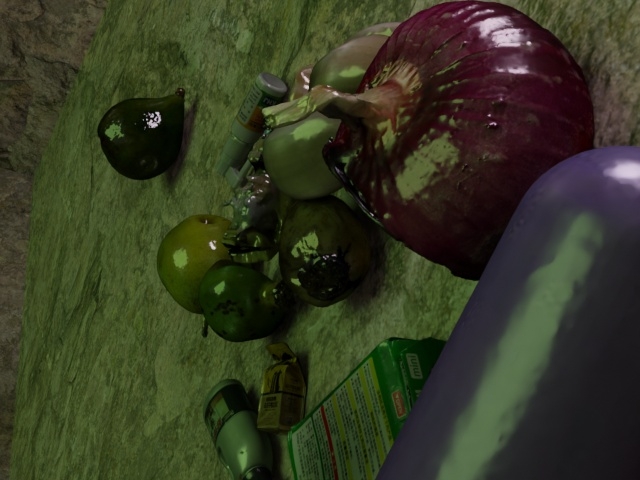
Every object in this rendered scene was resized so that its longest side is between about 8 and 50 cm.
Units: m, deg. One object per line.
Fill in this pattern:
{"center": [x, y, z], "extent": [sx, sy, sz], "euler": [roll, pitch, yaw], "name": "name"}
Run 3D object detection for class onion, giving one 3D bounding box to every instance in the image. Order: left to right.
{"center": [0.151, -0.112, 0.758], "extent": [0.256, 0.272, 0.230], "euler": [46, 108, 20], "name": "onion"}

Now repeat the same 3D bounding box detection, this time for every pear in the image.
{"center": [-0.206, 0.064, 1.359], "extent": [0.180, 0.166, 0.216], "euler": [22, 118, 48], "name": "pear"}

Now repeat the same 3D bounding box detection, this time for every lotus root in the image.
{"center": [0.000, 0.000, 1.056], "extent": [0.138, 0.139, 0.214], "euler": [-58, 27, 26], "name": "lotus root"}

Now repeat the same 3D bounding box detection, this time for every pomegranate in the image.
{"center": [-0.118, 0.101, 1.191], "extent": [0.122, 0.143, 0.169], "euler": [-49, 37, -16], "name": "pomegranate"}

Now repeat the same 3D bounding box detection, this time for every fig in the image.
{"center": [-0.411, -0.268, 1.824], "extent": [0.245, 0.195, 0.195], "euler": [-44, 38, 12], "name": "fig"}

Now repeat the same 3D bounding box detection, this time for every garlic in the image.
{"center": [0.030, -0.178, 1.030], "extent": [0.279, 0.132, 0.325], "euler": [-59, 17, -10], "name": "garlic"}

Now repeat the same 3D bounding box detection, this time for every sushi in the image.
{"center": [-0.076, -0.094, 1.212], "extent": [0.139, 0.131, 0.290], "euler": [-3, 65, 55], "name": "sushi"}

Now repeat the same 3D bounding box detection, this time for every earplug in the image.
{"center": [0.182, 0.142, 0.617], "extent": [0.215, 0.215, 0.455], "euler": [33, 101, 59], "name": "earplug"}

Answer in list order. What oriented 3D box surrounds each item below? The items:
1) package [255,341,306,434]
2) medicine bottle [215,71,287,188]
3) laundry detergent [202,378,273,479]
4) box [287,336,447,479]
{"center": [-0.057, 0.220, 1.126], "extent": [0.071, 0.047, 0.131], "euler": [-28, 52, 55], "name": "package"}
{"center": [-0.130, -0.204, 1.442], "extent": [0.092, 0.061, 0.220], "euler": [55, 127, 30], "name": "medicine bottle"}
{"center": [-0.119, 0.314, 1.166], "extent": [0.099, 0.070, 0.225], "euler": [-62, 33, 14], "name": "laundry detergent"}
{"center": [0.066, 0.236, 0.858], "extent": [0.250, 0.103, 0.180], "euler": [-51, 37, 38], "name": "box"}
